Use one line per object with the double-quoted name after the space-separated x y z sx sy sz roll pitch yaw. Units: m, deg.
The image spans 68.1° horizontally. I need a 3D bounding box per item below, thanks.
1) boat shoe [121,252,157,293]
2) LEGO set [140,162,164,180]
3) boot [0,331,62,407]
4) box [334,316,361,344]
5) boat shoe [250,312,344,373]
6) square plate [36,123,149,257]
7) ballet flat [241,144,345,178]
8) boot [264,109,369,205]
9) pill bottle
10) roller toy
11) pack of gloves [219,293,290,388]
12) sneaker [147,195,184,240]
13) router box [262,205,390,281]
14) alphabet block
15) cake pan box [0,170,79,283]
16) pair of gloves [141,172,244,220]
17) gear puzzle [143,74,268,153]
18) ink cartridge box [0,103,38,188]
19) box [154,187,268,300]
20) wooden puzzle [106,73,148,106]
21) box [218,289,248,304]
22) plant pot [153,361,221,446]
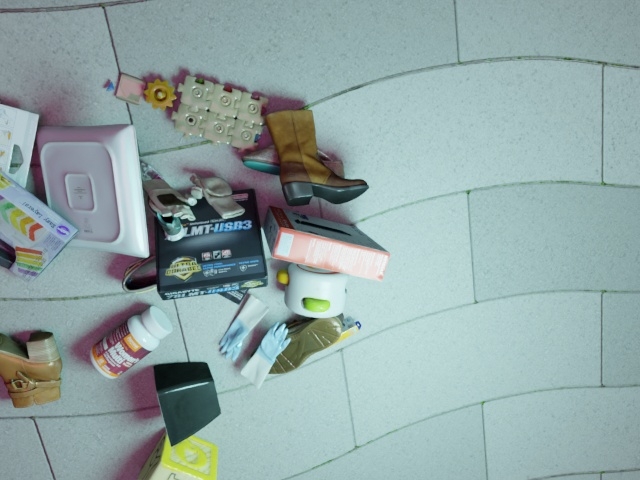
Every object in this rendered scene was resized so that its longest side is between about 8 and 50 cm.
-0.430 0.063 1.401 0.324 0.097 0.117 -24 107 -4 "boat shoe"
-0.570 -0.097 1.333 0.132 0.107 0.287 34 95 -16 "LEGO set"
-0.916 0.386 1.398 0.283 0.109 0.220 -3 108 -17 "boot"
0.068 0.297 1.555 0.136 0.081 0.028 -30 106 -3 "box"
-0.070 0.317 1.516 0.342 0.123 0.123 -33 97 21 "boat shoe"
-0.617 -0.130 1.256 0.347 0.049 0.344 5 105 23 "square plate"
-0.075 -0.235 1.407 0.315 0.107 0.106 13 80 -18 "ballet flat"
-0.009 -0.241 1.352 0.263 0.096 0.281 -8 71 -16 "boot"
-0.564 0.302 1.421 0.221 0.121 0.121 -37 107 0 "pill bottle"
-0.013 0.137 1.448 0.191 0.209 0.146 -6 107 -45 "roller toy"
-0.214 0.317 1.471 0.195 0.046 0.232 38 104 19 "pack of gloves"
-0.425 -0.081 1.291 0.065 0.076 0.166 -31 67 -19 "sneaker"
0.000 0.000 1.343 0.300 0.335 0.082 13 100 -14 "router box"
-0.461 0.757 1.513 0.193 0.192 0.197 31 97 -17 "alphabet block"
-0.819 -0.027 1.265 0.266 0.070 0.246 -33 112 31 "cake pan box"
-0.348 -0.125 1.294 0.240 0.204 0.042 -9 131 -34 "pair of gloves"
-0.329 -0.365 1.347 0.338 0.044 0.176 13 93 -14 "gear puzzle"
-0.895 -0.244 1.265 0.238 0.060 0.275 15 101 -15 "ink cartridge box"
-0.311 0.005 1.338 0.295 0.073 0.294 -7 65 -9 "box"
-0.525 -0.417 1.316 0.116 0.014 0.079 24 93 -15 "wooden puzzle"
-0.262 0.107 1.478 0.116 0.029 0.162 32 94 -15 "box"
-0.410 0.484 1.471 0.166 0.188 0.188 -14 105 -20 "plant pot"
